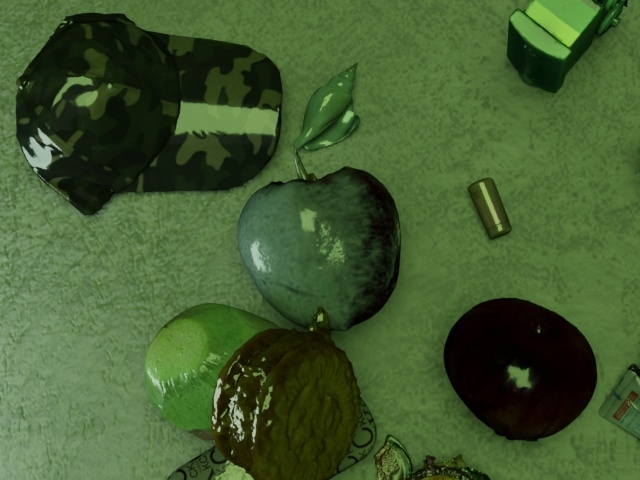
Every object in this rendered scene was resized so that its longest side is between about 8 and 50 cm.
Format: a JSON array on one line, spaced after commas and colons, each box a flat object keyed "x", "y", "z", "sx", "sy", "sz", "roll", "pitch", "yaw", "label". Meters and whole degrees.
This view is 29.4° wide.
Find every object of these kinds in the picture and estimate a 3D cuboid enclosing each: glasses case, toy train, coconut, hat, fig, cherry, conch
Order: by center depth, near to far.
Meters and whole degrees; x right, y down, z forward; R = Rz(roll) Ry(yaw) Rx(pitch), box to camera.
[{"x": 0.300, "y": 0.202, "z": 1.863, "sx": 0.214, "sy": 0.235, "sz": 0.235, "roll": -42, "pitch": 76, "yaw": 32, "label": "fig"}, {"x": -0.155, "y": 0.204, "z": 1.888, "sx": 0.205, "sy": 0.236, "sz": 0.236, "roll": 27, "pitch": 78, "yaw": 42, "label": "coconut"}, {"x": -0.080, "y": 0.349, "z": 1.909, "sx": 0.355, "sy": 0.085, "sz": 0.137, "roll": -30, "pitch": 80, "yaw": -5, "label": "glasses case"}, {"x": 0.000, "y": 0.000, "z": 1.914, "sx": 0.255, "sy": 0.218, "sz": 0.296, "roll": -13, "pitch": 83, "yaw": -7, "label": "cherry"}, {"x": 0.393, "y": -0.353, "z": 1.936, "sx": 0.120, "sy": 0.301, "sz": 0.202, "roll": 40, "pitch": 92, "yaw": 9, "label": "toy train"}, {"x": -0.271, "y": -0.230, "z": 1.992, "sx": 0.382, "sy": 0.257, "sz": 0.366, "roll": -3, "pitch": 79, "yaw": 22, "label": "hat"}, {"x": 0.019, "y": -0.220, "z": 2.046, "sx": 0.065, "sy": 0.088, "sz": 0.180, "roll": 29, "pitch": 86, "yaw": 52, "label": "conch"}]

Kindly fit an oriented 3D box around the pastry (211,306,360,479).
[{"x": -0.035, "y": 0.249, "z": 1.777, "sx": 0.235, "sy": 0.132, "sz": 0.240, "roll": -22, "pitch": 119, "yaw": -37, "label": "pastry"}]

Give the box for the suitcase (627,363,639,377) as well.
[{"x": 0.558, "y": 0.211, "z": 1.908, "sx": 0.126, "sy": 0.086, "sz": 0.059, "roll": 41, "pitch": 56, "yaw": 10, "label": "suitcase"}]

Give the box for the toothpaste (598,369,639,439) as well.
[{"x": 0.555, "y": 0.306, "z": 1.905, "sx": 0.234, "sy": 0.057, "sz": 0.089, "roll": 36, "pitch": 105, "yaw": 11, "label": "toothpaste"}]

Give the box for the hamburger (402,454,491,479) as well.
[{"x": 0.187, "y": 0.420, "z": 1.865, "sx": 0.190, "sy": 0.093, "sz": 0.164, "roll": -37, "pitch": 94, "yaw": -9, "label": "hamburger"}]

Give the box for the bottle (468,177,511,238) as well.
[{"x": 0.278, "y": -0.052, "z": 2.000, "sx": 0.045, "sy": 0.045, "sz": 0.096, "roll": -20, "pitch": 79, "yaw": -2, "label": "bottle"}]

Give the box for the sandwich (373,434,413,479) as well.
[{"x": 0.113, "y": 0.375, "z": 1.923, "sx": 0.067, "sy": 0.029, "sz": 0.135, "roll": 7, "pitch": 79, "yaw": 3, "label": "sandwich"}]
